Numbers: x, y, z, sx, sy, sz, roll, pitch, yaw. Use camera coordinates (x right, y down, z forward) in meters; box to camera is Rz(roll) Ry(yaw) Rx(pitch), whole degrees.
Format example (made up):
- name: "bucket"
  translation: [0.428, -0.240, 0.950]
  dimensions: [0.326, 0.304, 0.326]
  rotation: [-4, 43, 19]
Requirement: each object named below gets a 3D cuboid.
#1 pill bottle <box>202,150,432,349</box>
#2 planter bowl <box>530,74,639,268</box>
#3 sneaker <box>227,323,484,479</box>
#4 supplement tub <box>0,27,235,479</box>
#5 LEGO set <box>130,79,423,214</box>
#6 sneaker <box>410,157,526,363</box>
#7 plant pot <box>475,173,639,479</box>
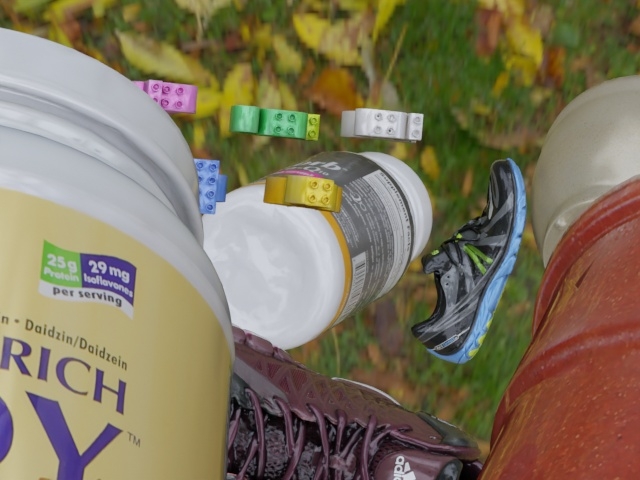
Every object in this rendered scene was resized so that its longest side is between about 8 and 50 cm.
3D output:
- name: "pill bottle"
  translation: [0.000, 0.000, 1.963]
  dimensions: [0.162, 0.278, 0.162]
  rotation: [6, 105, 23]
- name: "planter bowl"
  translation: [0.203, -0.010, 1.267]
  dimensions: [0.162, 0.162, 0.109]
  rotation: [27, 39, 8]
- name: "sneaker"
  translation: [-0.001, 0.116, 1.162]
  dimensions: [0.162, 0.281, 0.106]
  rotation: [14, 90, 47]
- name: "supplement tub"
  translation: [-0.155, 0.104, 0.769]
  dimensions: [0.241, 0.241, 0.331]
  rotation: [0, 53, 1]
- name: "LEGO set"
  translation: [-0.032, -0.058, 1.376]
  dimensions: [0.227, 0.093, 0.087]
  rotation: [5, 90, -14]
- name: "sneaker"
  translation: [0.132, 0.014, 1.755]
  dimensions: [0.078, 0.067, 0.188]
  rotation: [21, 91, 2]
- name: "plant pot"
  translation: [0.128, 0.160, 0.610]
  dimensions: [0.272, 0.272, 0.265]
  rotation: [32, 56, 9]
